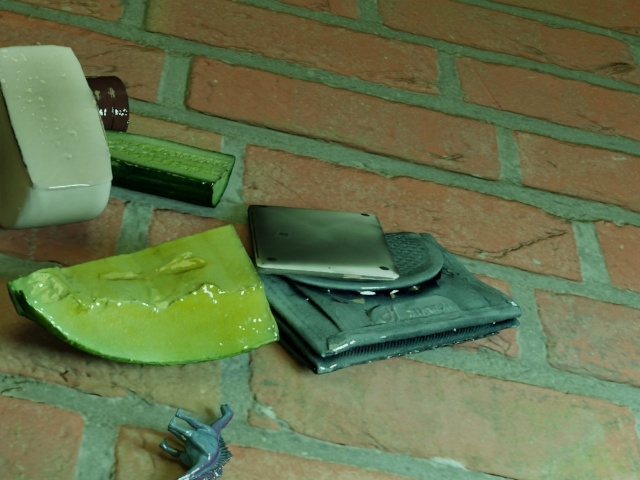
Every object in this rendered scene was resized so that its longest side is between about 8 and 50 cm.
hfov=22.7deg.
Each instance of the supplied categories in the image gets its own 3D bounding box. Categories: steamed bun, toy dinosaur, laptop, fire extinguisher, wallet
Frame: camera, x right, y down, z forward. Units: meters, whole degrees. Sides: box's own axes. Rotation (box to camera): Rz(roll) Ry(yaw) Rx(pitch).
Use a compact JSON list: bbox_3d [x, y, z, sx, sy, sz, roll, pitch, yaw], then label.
[{"bbox_3d":[-0.376,-0.126,2.095,0.146,0.164,0.242,-7,66,-33],"label":"steamed bun"},{"bbox_3d":[-0.138,0.231,1.785,0.080,0.045,0.197,28,28,-2],"label":"toy dinosaur"},{"bbox_3d":[0.000,0.000,2.138,0.187,0.015,0.269,4,18,-6],"label":"laptop"},{"bbox_3d":[-0.446,-0.189,2.231,0.341,0.105,0.141,-4,33,-31],"label":"fire extinguisher"},{"bbox_3d":[0.074,0.065,2.117,0.342,0.075,0.237,-9,35,-34],"label":"wallet"}]

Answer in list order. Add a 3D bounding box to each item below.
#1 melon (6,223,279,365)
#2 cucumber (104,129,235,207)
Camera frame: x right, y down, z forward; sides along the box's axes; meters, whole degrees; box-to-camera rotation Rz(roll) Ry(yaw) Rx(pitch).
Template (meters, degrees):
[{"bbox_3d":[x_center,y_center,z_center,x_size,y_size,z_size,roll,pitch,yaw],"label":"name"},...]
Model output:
[{"bbox_3d":[-0.222,0.070,1.924,0.323,0.124,0.196,-8,38,-25],"label":"melon"},{"bbox_3d":[-0.248,-0.102,2.226,0.243,0.063,0.115,15,25,-2],"label":"cucumber"}]
